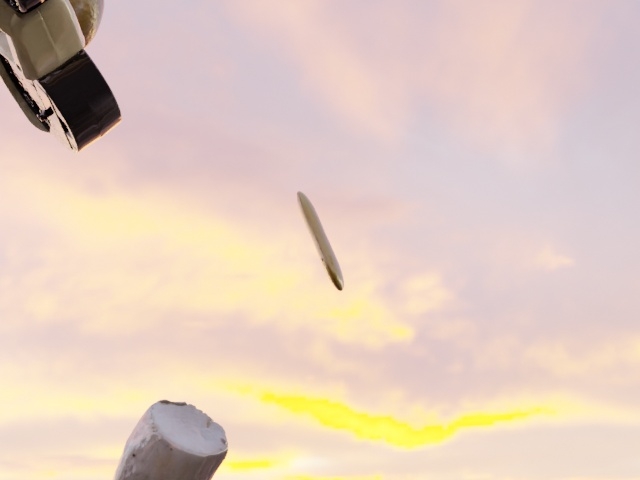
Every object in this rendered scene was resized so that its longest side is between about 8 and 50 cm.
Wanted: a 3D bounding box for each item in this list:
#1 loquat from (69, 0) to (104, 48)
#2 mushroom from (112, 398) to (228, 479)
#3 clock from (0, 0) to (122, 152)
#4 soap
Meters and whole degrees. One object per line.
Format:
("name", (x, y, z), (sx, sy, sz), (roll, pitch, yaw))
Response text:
("loquat", (-0.405, -0.345, 1.900), (0.152, 0.195, 0.152), (30, -11, 7))
("mushroom", (-0.159, 0.240, 1.139), (0.092, 0.081, 0.223), (-46, -14, -54))
("clock", (-0.362, -0.268, 1.476), (0.120, 0.276, 0.379), (-37, -31, -18))
("soap", (0.000, 0.000, 0.955), (0.012, 0.089, 0.034), (-24, -29, 2))
